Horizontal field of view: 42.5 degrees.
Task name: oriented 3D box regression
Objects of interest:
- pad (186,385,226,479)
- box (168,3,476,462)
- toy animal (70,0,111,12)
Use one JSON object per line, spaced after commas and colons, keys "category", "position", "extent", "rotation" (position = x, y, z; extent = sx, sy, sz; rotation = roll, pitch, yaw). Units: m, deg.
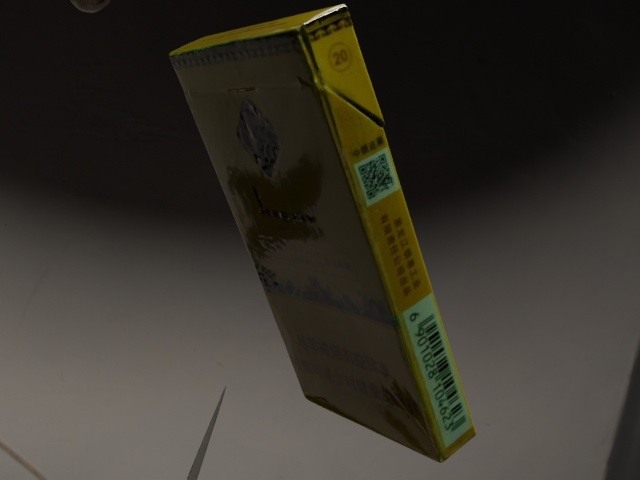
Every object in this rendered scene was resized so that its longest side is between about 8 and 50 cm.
{"category": "pad", "position": [-0.149, 0.377, 0.872], "extent": [0.063, 0.315, 0.375], "rotation": [18, 107, 0]}
{"category": "box", "position": [0.000, 0.001, 0.525], "extent": [0.041, 0.153, 0.279], "rotation": [-30, 112, -28]}
{"category": "toy animal", "position": [-0.169, -0.264, 0.603], "extent": [0.089, 0.179, 0.188], "rotation": [-1, 120, -20]}
